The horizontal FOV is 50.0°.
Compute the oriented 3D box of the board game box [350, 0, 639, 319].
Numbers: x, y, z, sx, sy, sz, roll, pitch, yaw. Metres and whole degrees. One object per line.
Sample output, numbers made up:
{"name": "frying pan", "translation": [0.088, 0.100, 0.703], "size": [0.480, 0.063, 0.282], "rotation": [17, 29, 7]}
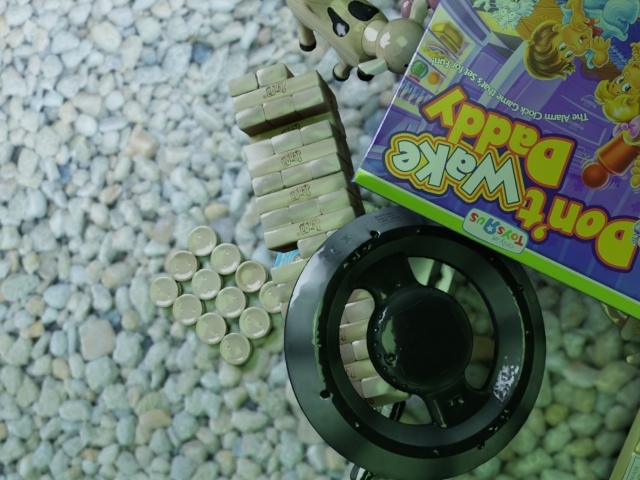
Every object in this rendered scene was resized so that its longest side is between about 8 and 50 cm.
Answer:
{"name": "board game box", "translation": [0.229, -0.074, 0.524], "size": [0.347, 0.078, 0.233], "rotation": [25, 95, 0]}

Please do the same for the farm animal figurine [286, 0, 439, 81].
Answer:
{"name": "farm animal figurine", "translation": [0.145, -0.161, 0.632], "size": [0.330, 0.172, 0.326], "rotation": [-8, 82, -5]}

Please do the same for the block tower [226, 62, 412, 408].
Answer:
{"name": "block tower", "translation": [0.000, 0.000, 0.661], "size": [0.091, 0.097, 0.335], "rotation": [-16, 82, 12]}

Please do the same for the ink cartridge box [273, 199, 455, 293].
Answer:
{"name": "ink cartridge box", "translation": [0.053, 0.016, 0.727], "size": [0.180, 0.060, 0.104], "rotation": [19, 88, 14]}

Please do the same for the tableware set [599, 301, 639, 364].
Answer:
{"name": "tableware set", "translation": [0.370, 0.030, 0.665], "size": [0.194, 0.039, 0.128], "rotation": [-21, 79, 9]}

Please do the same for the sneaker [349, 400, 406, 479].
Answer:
{"name": "sneaker", "translation": [0.053, 0.201, 0.720], "size": [0.044, 0.040, 0.109], "rotation": [19, 83, 31]}

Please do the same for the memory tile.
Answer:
{"name": "memory tile", "translation": [-0.115, 0.061, 0.784], "size": [0.148, 0.012, 0.113], "rotation": [36, 91, 15]}

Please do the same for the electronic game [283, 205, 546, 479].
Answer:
{"name": "electronic game", "translation": [0.083, 0.083, 0.575], "size": [0.229, 0.048, 0.229], "rotation": [2, 81, -11]}

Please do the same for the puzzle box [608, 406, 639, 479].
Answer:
{"name": "puzzle box", "translation": [0.431, 0.134, 0.568], "size": [0.272, 0.052, 0.408], "rotation": [23, 98, 27]}
